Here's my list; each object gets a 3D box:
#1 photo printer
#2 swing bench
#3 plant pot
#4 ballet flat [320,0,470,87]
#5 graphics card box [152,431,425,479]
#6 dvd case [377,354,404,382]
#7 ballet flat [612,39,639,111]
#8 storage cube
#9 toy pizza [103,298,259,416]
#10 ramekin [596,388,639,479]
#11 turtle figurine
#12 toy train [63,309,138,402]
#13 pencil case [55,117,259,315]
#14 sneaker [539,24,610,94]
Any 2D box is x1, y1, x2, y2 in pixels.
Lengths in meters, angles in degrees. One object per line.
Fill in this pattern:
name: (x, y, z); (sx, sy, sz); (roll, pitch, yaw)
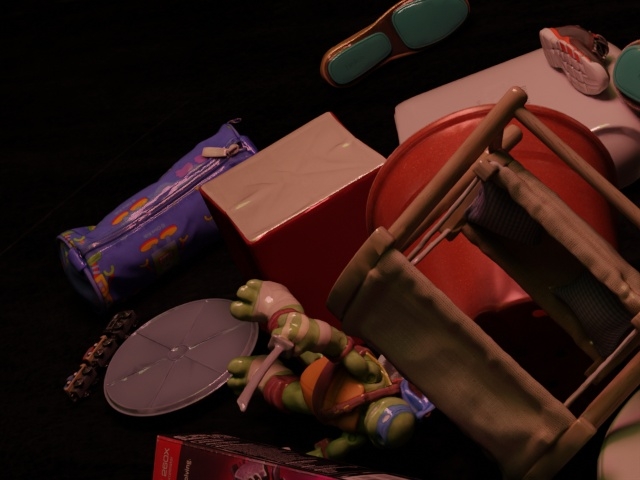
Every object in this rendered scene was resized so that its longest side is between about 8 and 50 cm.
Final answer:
photo printer: (0.249, -0.126, 2.192); (0.307, 0.107, 0.256); (-20, 31, 10)
swing bench: (0.175, 0.052, 1.601); (0.255, 0.253, 0.165); (-47, -10, -4)
plant pot: (0.196, 0.046, 1.844); (0.272, 0.272, 0.265); (-20, 39, 9)
ballet flat: (0.100, -0.294, 2.593); (0.232, 0.080, 0.073); (-26, 16, -3)
graphics card box: (-0.006, 0.311, 1.607); (0.371, 0.233, 0.094); (8, 1, 41)
dvd case: (0.087, 0.156, 1.975); (0.087, 0.013, 0.119); (-1, 40, 35)
ballet flat: (0.465, -0.128, 2.019); (0.316, 0.106, 0.107); (43, 109, 31)
storage cube: (0.000, 0.000, 2.102); (0.215, 0.193, 0.183); (-30, 31, -9)
toy pizza: (-0.162, 0.143, 2.159); (0.201, 0.032, 0.201); (-19, 32, 13)
ramekin: (0.380, 0.215, 1.538); (0.303, 0.148, 0.303); (-19, 31, 12)
turtle figurine: (-0.043, 0.157, 1.883); (0.274, 0.198, 0.266); (-36, 32, -11)
toy train: (-0.274, 0.142, 2.248); (0.036, 0.027, 0.158); (-7, 35, 34)
pencil case: (-0.195, -0.031, 2.355); (0.306, 0.133, 0.119); (-35, 65, -13)
sneaker: (0.311, -0.223, 2.134); (0.065, 0.061, 0.158); (-22, 31, -7)
